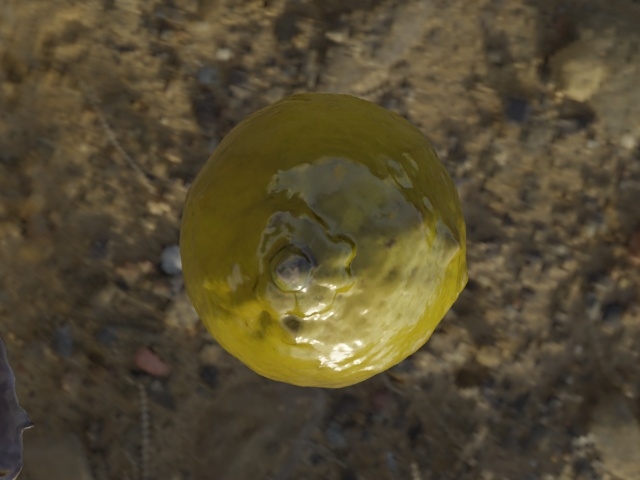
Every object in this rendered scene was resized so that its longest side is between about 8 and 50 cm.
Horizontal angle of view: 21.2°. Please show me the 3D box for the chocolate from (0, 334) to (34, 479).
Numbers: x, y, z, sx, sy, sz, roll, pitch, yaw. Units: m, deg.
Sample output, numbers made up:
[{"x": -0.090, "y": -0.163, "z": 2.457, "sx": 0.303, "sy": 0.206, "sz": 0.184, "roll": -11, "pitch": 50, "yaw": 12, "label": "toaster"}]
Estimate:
[{"x": -0.312, "y": 0.102, "z": 1.012, "sx": 0.261, "sy": 0.083, "sz": 0.161, "roll": -4, "pitch": 70, "yaw": -32, "label": "chocolate"}]

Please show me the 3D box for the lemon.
[{"x": 0.001, "y": -0.002, "z": 1.540, "sx": 0.285, "sy": 0.285, "sz": 0.316, "roll": -44, "pitch": 155, "yaw": -13, "label": "lemon"}]
